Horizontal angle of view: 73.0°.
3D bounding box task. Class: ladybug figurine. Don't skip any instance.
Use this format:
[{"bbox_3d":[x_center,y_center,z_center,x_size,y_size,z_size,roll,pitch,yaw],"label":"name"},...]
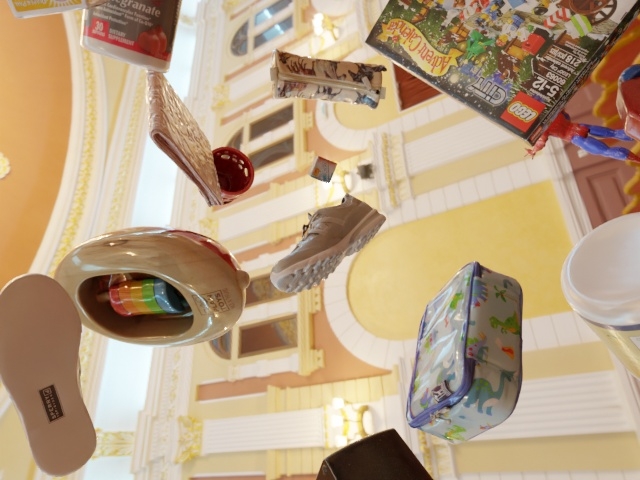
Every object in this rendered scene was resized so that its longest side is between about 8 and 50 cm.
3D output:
[{"bbox_3d":[-0.353,0.091,0.944,0.162,0.449,0.305,-73,-25,-52],"label":"ladybug figurine"}]

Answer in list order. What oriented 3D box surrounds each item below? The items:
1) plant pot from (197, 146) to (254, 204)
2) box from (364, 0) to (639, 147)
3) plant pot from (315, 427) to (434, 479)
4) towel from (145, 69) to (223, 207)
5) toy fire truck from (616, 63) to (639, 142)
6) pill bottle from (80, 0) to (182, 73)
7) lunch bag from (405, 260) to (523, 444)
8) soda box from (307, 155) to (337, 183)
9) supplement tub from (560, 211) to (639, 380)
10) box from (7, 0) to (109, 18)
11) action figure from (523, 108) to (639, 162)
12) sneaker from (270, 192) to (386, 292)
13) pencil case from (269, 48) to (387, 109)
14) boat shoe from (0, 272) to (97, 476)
[{"bbox_3d":[-0.365,-0.236,1.635,0.191,0.174,0.191,7,-105,-27],"label":"plant pot"},{"bbox_3d":[0.180,-0.231,0.466,0.233,0.159,0.044,43,-158,26],"label":"box"},{"bbox_3d":[0.083,0.475,0.765,0.167,0.188,0.187,9,-74,-29],"label":"plant pot"},{"bbox_3d":[-0.394,-0.293,1.241,0.317,0.053,0.331,62,-175,-51],"label":"towel"},{"bbox_3d":[0.584,-0.210,0.621,0.254,0.302,0.169,-101,-7,-53],"label":"toy fire truck"},{"bbox_3d":[-0.365,-0.521,0.870,0.176,0.176,0.318,-20,-50,-64],"label":"pill bottle"},{"bbox_3d":[0.192,0.153,0.596,0.090,0.176,0.219,24,-130,0],"label":"lunch bag"},{"bbox_3d":[0.003,-0.202,1.232,0.183,0.058,0.063,-107,39,-79],"label":"soda box"},{"bbox_3d":[0.610,0.127,0.762,0.316,0.228,0.228,42,-144,-18],"label":"supplement tub"},{"bbox_3d":[-0.406,-0.438,0.616,0.103,0.114,0.203,-100,2,-56],"label":"box"},{"bbox_3d":[0.564,-0.214,0.942,0.091,0.280,0.139,-65,-15,-2],"label":"action figure"},{"bbox_3d":[0.000,0.000,0.827,0.115,0.105,0.281,44,-131,15],"label":"sneaker"},{"bbox_3d":[0.019,-0.552,1.496,0.183,0.410,0.159,-134,48,-70],"label":"pencil case"},{"bbox_3d":[-0.403,0.189,0.635,0.108,0.102,0.301,-19,-72,-38],"label":"boat shoe"}]
